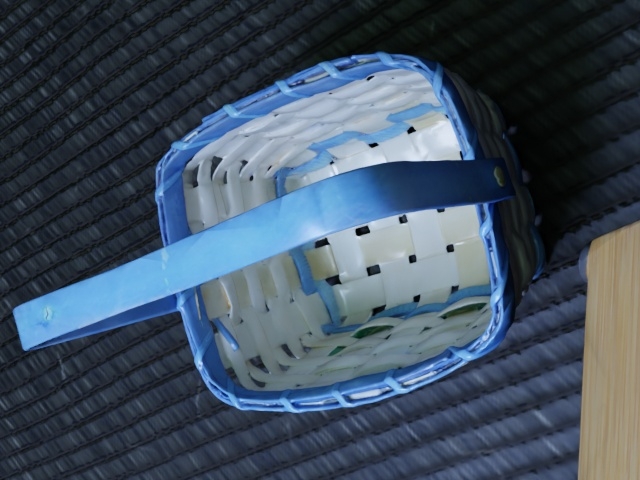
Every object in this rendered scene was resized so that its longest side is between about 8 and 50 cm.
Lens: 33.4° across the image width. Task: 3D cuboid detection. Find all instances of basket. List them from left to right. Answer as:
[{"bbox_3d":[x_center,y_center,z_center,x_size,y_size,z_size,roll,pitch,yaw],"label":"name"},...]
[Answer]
[{"bbox_3d":[0.000,0.000,0.635,0.255,0.289,0.201,-18,82,35],"label":"basket"}]

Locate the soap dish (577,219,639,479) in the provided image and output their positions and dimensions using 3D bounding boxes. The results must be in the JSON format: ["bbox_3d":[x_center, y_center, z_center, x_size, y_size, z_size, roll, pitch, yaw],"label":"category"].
[{"bbox_3d":[0.228,0.120,0.538,0.118,0.229,0.291,8,97,50],"label":"soap dish"}]
